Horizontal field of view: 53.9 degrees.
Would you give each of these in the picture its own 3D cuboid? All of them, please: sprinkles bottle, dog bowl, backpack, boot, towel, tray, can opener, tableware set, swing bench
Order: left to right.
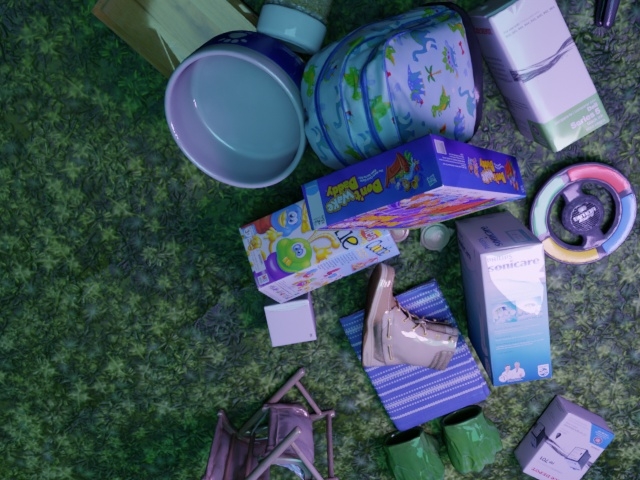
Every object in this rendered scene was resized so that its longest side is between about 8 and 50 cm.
[{"bbox_3d":[-0.205,-0.371,1.205,0.411,0.076,0.203,40,105,-14],"label":"tray"},{"bbox_3d":[-0.138,-0.231,1.127,0.264,0.104,0.265,10,130,12],"label":"dog bowl"},{"bbox_3d":[-0.109,0.457,1.401,0.254,0.253,0.165,-30,107,10],"label":"swing bench"},{"bbox_3d":[-0.005,-0.514,1.096,0.121,0.121,0.356,18,97,-7],"label":"sprinkles bottle"},{"bbox_3d":[0.130,-0.251,1.083,0.355,0.273,0.290,-17,110,-26],"label":"backpack"},{"bbox_3d":[0.195,0.170,1.348,0.203,0.095,0.262,5,118,2],"label":"boot"},{"bbox_3d":[0.223,0.272,1.460,0.243,0.040,0.336,-25,106,10],"label":"towel"},{"bbox_3d":[0.210,-0.053,1.349,0.168,0.020,0.141,11,107,-3],"label":"tableware set"},{"bbox_3d":[0.552,-0.493,1.176,0.073,0.059,0.186,4,109,-3],"label":"can opener"}]

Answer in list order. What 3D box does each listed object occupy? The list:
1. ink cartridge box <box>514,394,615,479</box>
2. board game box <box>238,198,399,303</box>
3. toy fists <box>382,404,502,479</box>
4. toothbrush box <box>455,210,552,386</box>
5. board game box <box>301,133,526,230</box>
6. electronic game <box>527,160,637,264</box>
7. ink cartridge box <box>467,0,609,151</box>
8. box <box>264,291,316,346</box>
[{"bbox_3d":[0.582,0.489,1.511,0.139,0.082,0.191,26,106,-9],"label":"ink cartridge box"},{"bbox_3d":[0.000,0.000,1.274,0.275,0.144,0.142,-23,69,7],"label":"board game box"},{"bbox_3d":[0.291,0.499,1.506,0.279,0.096,0.142,-22,98,9],"label":"toy fists"},{"bbox_3d":[0.376,0.114,1.306,0.126,0.216,0.296,-11,108,3],"label":"toothbrush box"},{"bbox_3d":[0.168,-0.083,1.051,0.233,0.347,0.078,-18,81,35],"label":"board game box"},{"bbox_3d":[0.556,-0.055,1.336,0.229,0.048,0.230,0,110,0],"label":"electronic game"},{"bbox_3d":[0.391,-0.322,1.160,0.114,0.198,0.273,-30,108,9],"label":"ink cartridge box"},{"bbox_3d":[-0.066,0.166,1.386,0.101,0.087,0.102,-9,109,3],"label":"box"}]
